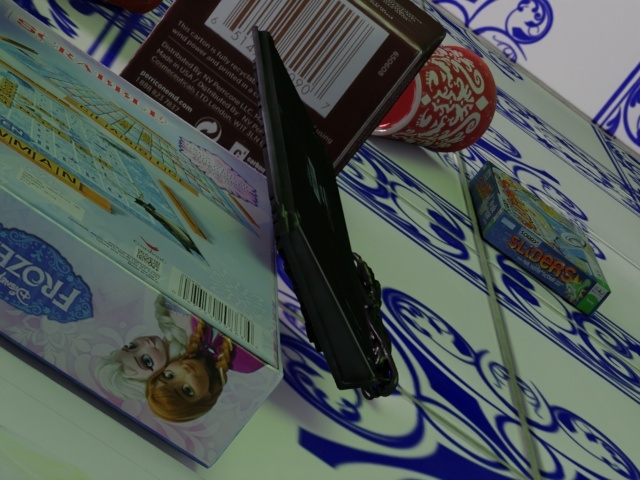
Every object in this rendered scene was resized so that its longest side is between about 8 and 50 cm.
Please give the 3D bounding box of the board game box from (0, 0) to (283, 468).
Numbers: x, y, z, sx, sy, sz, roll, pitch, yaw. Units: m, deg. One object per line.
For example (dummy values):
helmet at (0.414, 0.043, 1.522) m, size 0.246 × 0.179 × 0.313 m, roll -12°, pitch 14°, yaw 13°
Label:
board game box at (-0.166, -0.051, 0.936) m, size 0.319 × 0.066 × 0.318 m, roll 35°, pitch 14°, yaw -11°

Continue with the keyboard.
keyboard at (0.000, 0.000, 1.110) m, size 0.317 × 0.033 × 0.201 m, roll -98°, pitch 163°, yaw -64°

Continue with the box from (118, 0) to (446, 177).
box at (-0.025, -0.137, 1.349) m, size 0.168 × 0.167 × 0.203 m, roll 38°, pitch 14°, yaw 1°

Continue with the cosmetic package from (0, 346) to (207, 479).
cosmetic package at (-0.123, 0.111, 0.397) m, size 0.224 × 0.138 × 0.224 m, roll 35°, pitch 13°, yaw -14°

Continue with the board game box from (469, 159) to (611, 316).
board game box at (0.219, -0.005, 1.805) m, size 0.136 × 0.035 × 0.201 m, roll 36°, pitch 14°, yaw -10°

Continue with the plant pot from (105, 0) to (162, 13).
plant pot at (-0.186, -0.348, 1.480) m, size 0.267 × 0.267 × 0.236 m, roll 16°, pitch 37°, yaw -56°

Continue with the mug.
mug at (0.081, -0.143, 1.823) m, size 0.169 × 0.150 × 0.113 m, roll -3°, pitch 79°, yaw -63°
